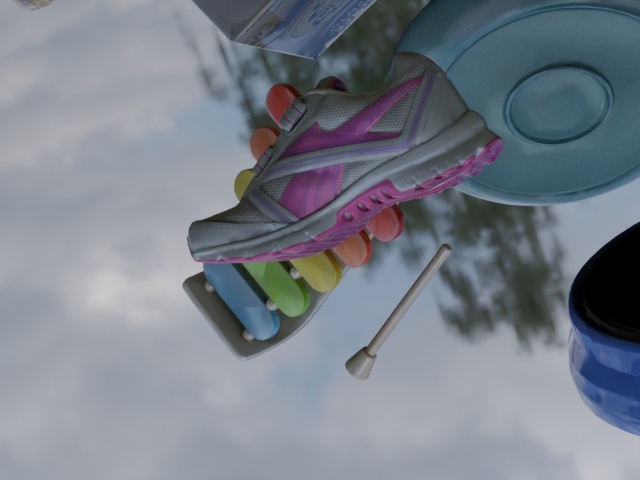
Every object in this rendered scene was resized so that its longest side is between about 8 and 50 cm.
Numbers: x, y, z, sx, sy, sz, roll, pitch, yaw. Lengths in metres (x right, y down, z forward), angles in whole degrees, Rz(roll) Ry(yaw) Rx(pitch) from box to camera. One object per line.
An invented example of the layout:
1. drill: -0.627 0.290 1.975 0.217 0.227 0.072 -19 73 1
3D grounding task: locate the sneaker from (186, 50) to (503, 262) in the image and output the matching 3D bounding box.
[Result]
1. sneaker: 0.006 -0.060 1.505 0.252 0.111 0.103 -26 173 12

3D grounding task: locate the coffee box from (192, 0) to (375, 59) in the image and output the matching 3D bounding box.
1. coffee box: -0.022 -0.275 1.900 0.168 0.119 0.297 -44 171 12

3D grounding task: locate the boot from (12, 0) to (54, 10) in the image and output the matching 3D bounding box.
1. boot: -0.235 -0.277 1.382 0.090 0.207 0.248 -33 -153 5

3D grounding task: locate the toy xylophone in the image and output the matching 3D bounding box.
1. toy xylophone: 0.000 0.000 2.038 0.236 0.322 0.081 43 -146 25

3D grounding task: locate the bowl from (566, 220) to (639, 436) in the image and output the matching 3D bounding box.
1. bowl: 0.376 0.030 1.539 0.391 0.077 0.391 -17 -162 6

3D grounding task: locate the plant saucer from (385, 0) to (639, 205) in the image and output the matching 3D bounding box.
1. plant saucer: 0.219 -0.136 1.859 0.318 0.317 0.043 -17 -135 11
